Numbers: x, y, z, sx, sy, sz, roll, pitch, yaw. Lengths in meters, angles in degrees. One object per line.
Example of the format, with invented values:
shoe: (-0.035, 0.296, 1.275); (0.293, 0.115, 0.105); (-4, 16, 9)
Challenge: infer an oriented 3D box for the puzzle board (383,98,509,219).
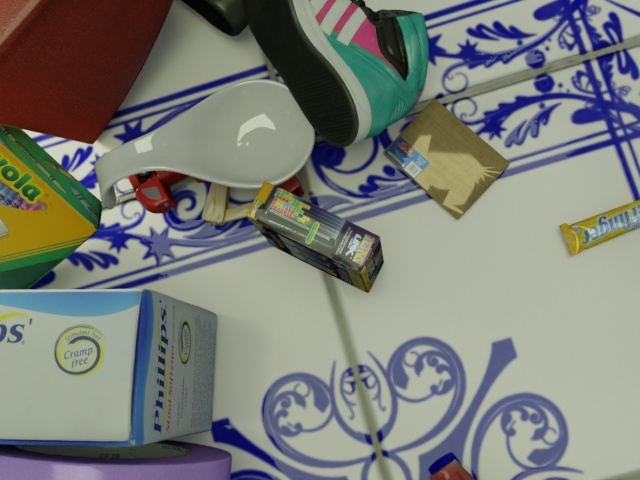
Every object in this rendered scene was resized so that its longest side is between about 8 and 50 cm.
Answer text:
puzzle board: (0.156, -0.102, 1.007); (0.128, 0.011, 0.096); (43, 89, 12)

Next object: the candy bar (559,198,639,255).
candy bar: (0.368, -0.028, 0.965); (0.161, 0.018, 0.040); (-21, 79, 4)

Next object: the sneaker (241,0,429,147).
sneaker: (0.032, -0.259, 0.969); (0.178, 0.124, 0.295); (-19, 76, -34)

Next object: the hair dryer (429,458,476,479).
hair dryer: (0.150, 0.393, 0.888); (0.223, 0.080, 0.293); (4, 81, 8)

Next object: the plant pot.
plant pot: (-0.334, -0.303, 0.943); (0.236, 0.267, 0.267); (-42, 78, 13)

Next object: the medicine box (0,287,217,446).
medicine box: (-0.275, 0.138, 0.874); (0.263, 0.289, 0.149); (-1, 80, 7)

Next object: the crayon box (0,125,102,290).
crayon box: (-0.416, -0.070, 0.944); (0.165, 0.081, 0.278); (-38, 118, 10)

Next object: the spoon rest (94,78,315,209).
spoon rest: (-0.141, -0.106, 0.957); (0.276, 0.084, 0.137); (-17, 78, 3)

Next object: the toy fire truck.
toy fire truck: (-0.133, -0.069, 1.017); (0.192, 0.047, 0.135); (-29, 78, 1)

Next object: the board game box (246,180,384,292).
board game box: (0.000, 0.000, 0.927); (0.141, 0.170, 0.048); (25, 83, 9)

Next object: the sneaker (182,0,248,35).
sneaker: (-0.158, -0.395, 1.059); (0.270, 0.090, 0.145); (40, 79, 14)

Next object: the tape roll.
tape roll: (-0.234, 0.264, 0.856); (0.275, 0.275, 0.090); (3, 82, 7)
